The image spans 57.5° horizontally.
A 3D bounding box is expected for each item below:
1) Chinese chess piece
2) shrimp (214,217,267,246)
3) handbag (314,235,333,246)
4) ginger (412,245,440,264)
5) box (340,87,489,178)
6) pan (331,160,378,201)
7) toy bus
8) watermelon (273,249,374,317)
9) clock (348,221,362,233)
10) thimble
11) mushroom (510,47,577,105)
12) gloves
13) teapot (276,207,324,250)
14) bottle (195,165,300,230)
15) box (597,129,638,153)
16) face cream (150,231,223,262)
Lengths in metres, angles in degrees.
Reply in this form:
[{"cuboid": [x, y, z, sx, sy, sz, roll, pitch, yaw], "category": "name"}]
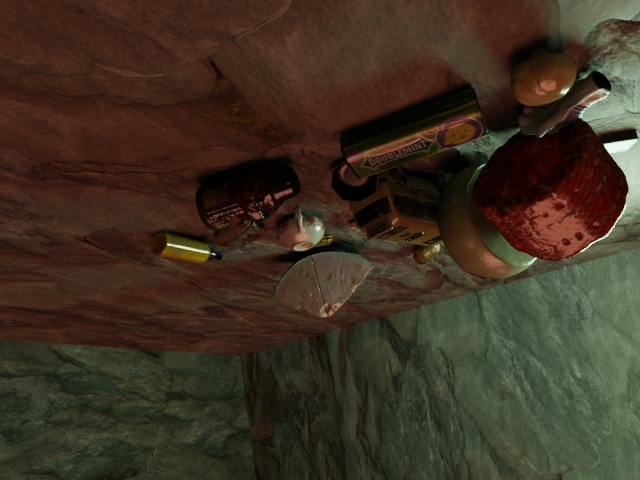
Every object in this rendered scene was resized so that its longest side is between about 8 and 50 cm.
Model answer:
[{"cuboid": [0.504, -0.058, 1.743, 0.350, 0.349, 0.146, 2, 162, -33], "category": "Chinese chess piece"}, {"cuboid": [-0.241, -0.034, 1.893, 0.164, 0.062, 0.317, -5, 165, -28], "category": "shrimp"}, {"cuboid": [0.000, 0.000, 2.166, 0.083, 0.027, 0.061, -6, 160, -21], "category": "handbag"}, {"cuboid": [0.449, 0.052, 2.493, 0.095, 0.069, 0.190, -31, 167, -19], "category": "ginger"}, {"cuboid": [0.227, -0.253, 1.435, 0.346, 0.097, 0.134, -17, 149, 19], "category": "box"}, {"cuboid": [0.124, -0.192, 1.601, 0.202, 0.048, 0.128, -32, 116, 27], "category": "pan"}, {"cuboid": [0.264, -0.093, 1.771, 0.366, 0.201, 0.177, 7, 155, -40], "category": "toy bus"}, {"cuboid": [0.011, 0.141, 2.351, 0.292, 0.319, 0.222, 29, -171, -2], "category": "watermelon"}, {"cuboid": [0.211, -0.064, 2.040, 0.229, 0.063, 0.155, -13, 160, 12], "category": "clock"}, {"cuboid": [0.599, -0.138, 1.524, 0.350, 0.350, 0.230, -27, 120, 39], "category": "thimble"}, {"cuboid": [0.484, -0.355, 1.271, 0.148, 0.112, 0.148, -9, 164, -3], "category": "mushroom"}, {"cuboid": [0.592, -0.324, 1.427, 0.229, 0.119, 0.097, -24, 120, 38], "category": "gloves"}, {"cuboid": [-0.065, -0.032, 1.943, 0.159, 0.116, 0.245, 3, 154, -4], "category": "teapot"}, {"cuboid": [-0.184, -0.116, 1.557, 0.271, 0.143, 0.156, -16, 161, 12], "category": "bottle"}, {"cuboid": [0.896, -0.296, 1.785, 0.126, 0.031, 0.091, -8, 161, -3], "category": "box"}, {"cuboid": [-0.432, 0.032, 1.943, 0.078, 0.078, 0.273, -22, 158, 31], "category": "face cream"}]
